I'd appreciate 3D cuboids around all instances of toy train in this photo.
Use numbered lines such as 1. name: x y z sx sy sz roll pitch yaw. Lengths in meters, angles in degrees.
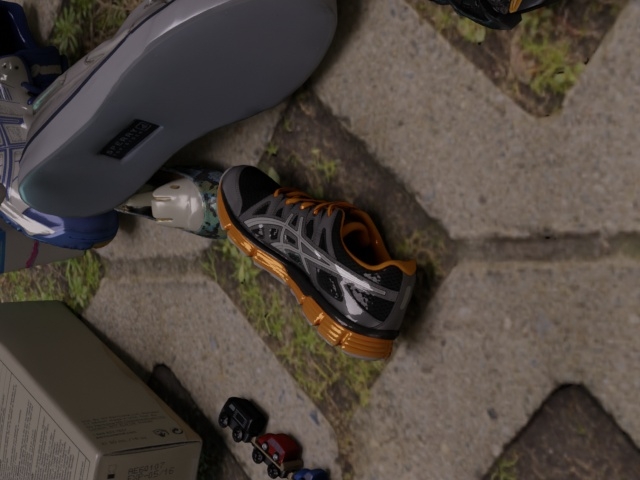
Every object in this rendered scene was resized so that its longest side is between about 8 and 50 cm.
1. toy train: -0.035 0.184 1.239 0.158 0.027 0.036 39 116 39

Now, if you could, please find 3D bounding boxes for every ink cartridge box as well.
1. ink cartridge box: -0.309 -0.011 1.450 0.088 0.122 0.052 32 125 43

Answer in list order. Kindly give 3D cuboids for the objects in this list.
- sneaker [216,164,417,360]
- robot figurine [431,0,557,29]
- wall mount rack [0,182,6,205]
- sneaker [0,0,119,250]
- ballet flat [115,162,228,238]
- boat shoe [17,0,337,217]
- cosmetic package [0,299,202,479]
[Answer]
1. sneaker: 0.000 0.000 1.123 0.215 0.084 0.083 44 116 31
2. robot figurine: 0.061 -0.249 0.934 0.291 0.085 0.211 22 118 50
3. wall mount rack: -0.294 -0.177 1.257 0.304 0.130 0.350 -69 22 3
4. sneaker: -0.284 -0.119 1.406 0.296 0.112 0.131 49 127 28
5. ballet flat: -0.136 -0.036 1.281 0.188 0.070 0.070 13 108 48
6. boat shoe: -0.127 -0.161 1.197 0.367 0.136 0.156 -34 50 42
7. cosmetic package: -0.246 0.192 1.399 0.309 0.113 0.160 37 121 48
